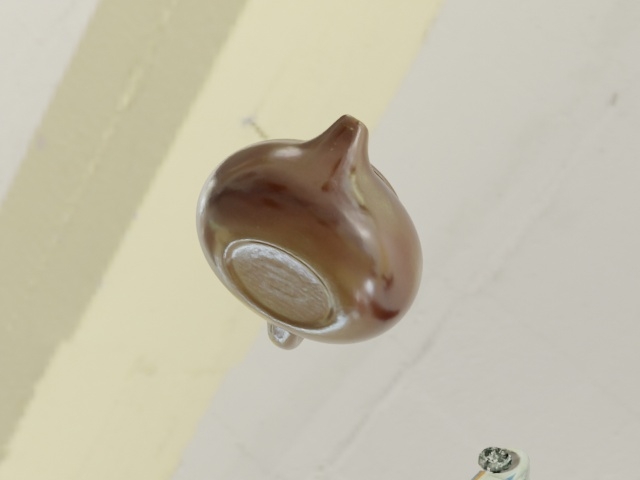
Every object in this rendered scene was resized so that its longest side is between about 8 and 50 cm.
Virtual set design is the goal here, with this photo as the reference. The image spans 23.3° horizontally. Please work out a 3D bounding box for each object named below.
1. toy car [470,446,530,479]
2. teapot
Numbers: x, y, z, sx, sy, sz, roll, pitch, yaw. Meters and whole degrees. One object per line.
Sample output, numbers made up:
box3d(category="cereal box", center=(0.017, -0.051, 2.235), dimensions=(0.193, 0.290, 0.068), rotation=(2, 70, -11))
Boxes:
box3d(category="toy car", center=(0.123, 0.234, 1.209), dimensions=(0.056, 0.205, 0.095), rotation=(15, -61, 27))
box3d(category="teapot", center=(0.000, 0.000, 1.183), dimensions=(0.178, 0.135, 0.252), rotation=(31, -31, 12))
